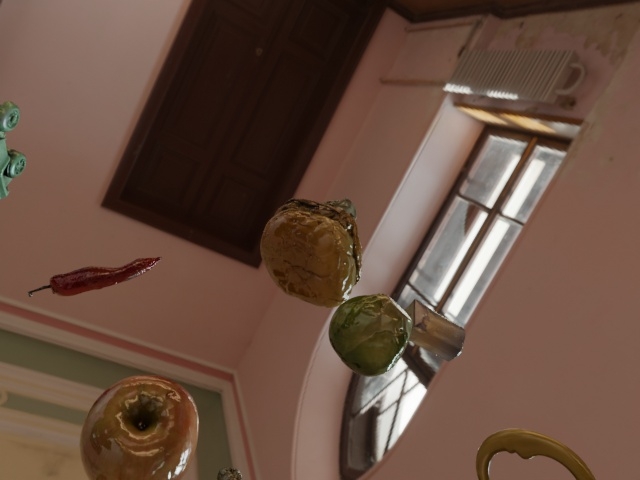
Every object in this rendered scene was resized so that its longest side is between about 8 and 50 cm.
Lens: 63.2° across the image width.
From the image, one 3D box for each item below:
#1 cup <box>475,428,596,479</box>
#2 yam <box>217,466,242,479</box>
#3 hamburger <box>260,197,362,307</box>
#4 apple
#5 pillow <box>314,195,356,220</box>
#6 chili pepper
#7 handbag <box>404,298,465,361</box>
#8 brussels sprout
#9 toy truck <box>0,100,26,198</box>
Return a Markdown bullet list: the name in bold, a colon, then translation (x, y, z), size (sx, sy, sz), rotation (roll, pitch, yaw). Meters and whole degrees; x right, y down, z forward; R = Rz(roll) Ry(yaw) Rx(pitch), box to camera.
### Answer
- **cup**: translation (0.277, 0.375, 0.676), size (0.256, 0.255, 0.178), rotation (-11, 160, 40)
- **yam**: translation (-0.256, 0.748, 1.505), size (0.078, 0.078, 0.179), rotation (23, -158, -27)
- **hamburger**: translation (-0.030, 0.031, 1.413), size (0.318, 0.319, 0.158), rotation (31, -141, 19)
- **apple**: translation (-0.598, 0.665, 1.737), size (0.390, 0.347, 0.392), rotation (8, -136, -8)
- **pillow**: translation (0.000, 0.000, 1.678), size (0.138, 0.284, 0.310), rotation (27, -159, 14)
- **chili pepper**: translation (-0.439, 0.076, 1.008), size (0.059, 0.267, 0.051), rotation (83, 174, -57)
- **handbag**: translation (0.298, 0.235, 1.342), size (0.173, 0.095, 0.117), rotation (31, -145, -10)
- **brussels sprout**: translation (0.088, 0.164, 0.929), size (0.155, 0.155, 0.117), rotation (30, -173, 15)
- **toy truck**: translation (-0.772, -0.212, 1.156), size (0.154, 0.279, 0.156), rotation (22, -131, -6)
